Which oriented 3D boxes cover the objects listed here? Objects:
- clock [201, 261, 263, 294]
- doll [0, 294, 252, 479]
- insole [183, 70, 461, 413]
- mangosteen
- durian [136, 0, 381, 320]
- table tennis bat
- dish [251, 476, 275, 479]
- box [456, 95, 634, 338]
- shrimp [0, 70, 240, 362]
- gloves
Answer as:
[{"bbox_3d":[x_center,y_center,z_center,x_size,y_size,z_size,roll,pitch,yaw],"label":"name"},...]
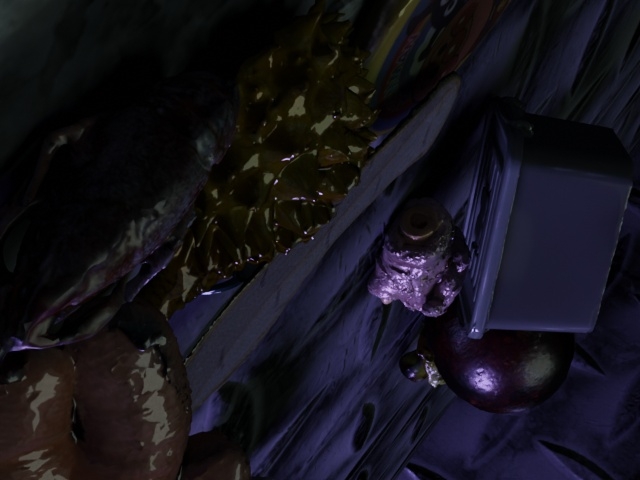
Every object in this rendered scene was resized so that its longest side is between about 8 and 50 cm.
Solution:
[{"bbox_3d":[-0.033,-0.016,0.746,0.135,0.041,0.101,-52,167,-12],"label":"clock"},{"bbox_3d":[-0.136,0.143,0.645,0.201,0.156,0.303,-6,122,-16],"label":"doll"},{"bbox_3d":[0.000,0.000,0.785,0.348,0.009,0.119,-47,165,-31],"label":"insole"},{"bbox_3d":[0.223,0.148,1.653,0.289,0.231,0.231,-31,180,32],"label":"mangosteen"},{"bbox_3d":[-0.035,-0.020,0.622,0.224,0.078,0.140,-56,176,4],"label":"durian"},{"bbox_3d":[0.137,-0.214,0.838,0.368,0.054,0.224,-48,165,-15],"label":"table tennis bat"},{"bbox_3d":[-0.104,0.288,1.142,0.154,0.064,0.234,-53,166,-12],"label":"dish"},{"bbox_3d":[0.229,-0.017,1.207,0.163,0.135,0.243,-90,-172,-65],"label":"box"},{"bbox_3d":[-0.101,-0.004,0.505,0.190,0.075,0.073,-58,-170,-19],"label":"shrimp"},{"bbox_3d":[0.107,0.020,1.191,0.110,0.094,0.144,-66,159,-6],"label":"gloves"}]
